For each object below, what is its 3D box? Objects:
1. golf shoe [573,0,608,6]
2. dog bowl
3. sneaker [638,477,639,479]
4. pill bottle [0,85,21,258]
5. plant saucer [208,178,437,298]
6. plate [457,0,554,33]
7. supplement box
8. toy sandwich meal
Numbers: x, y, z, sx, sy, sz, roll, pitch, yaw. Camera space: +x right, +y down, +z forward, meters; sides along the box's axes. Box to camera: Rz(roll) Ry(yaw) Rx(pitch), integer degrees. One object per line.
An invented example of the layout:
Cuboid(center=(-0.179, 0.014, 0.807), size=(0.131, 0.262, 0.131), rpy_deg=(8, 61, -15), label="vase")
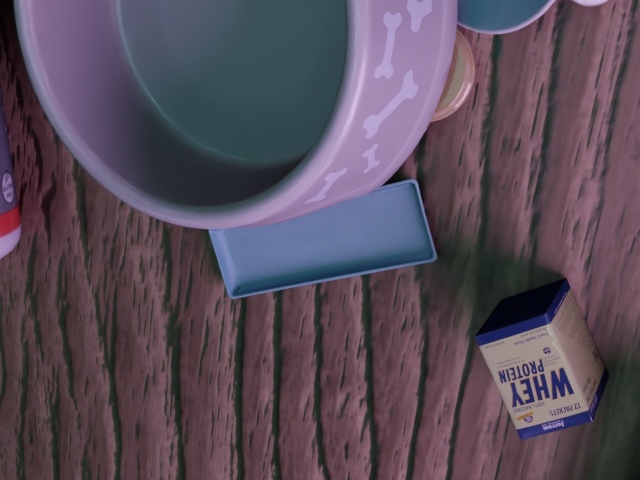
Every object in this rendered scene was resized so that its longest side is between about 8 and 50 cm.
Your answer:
Cuboid(center=(0.160, -0.242, 0.637), size=(0.067, 0.086, 0.186), rpy_deg=(-5, 104, 22), label="golf shoe")
Cuboid(center=(-0.080, -0.167, 0.732), size=(0.348, 0.102, 0.349), rpy_deg=(10, 110, 28), label="dog bowl")
Cuboid(center=(0.259, 0.221, 0.717), size=(0.097, 0.135, 0.276), rpy_deg=(24, 136, 6), label="sneaker")
Cuboid(center=(-0.378, -0.154, 0.825), size=(0.210, 0.210, 0.363), rpy_deg=(1, 105, 23), label="pill bottle")
Cuboid(center=(0.000, 0.000, 0.812), size=(0.192, 0.018, 0.067), rpy_deg=(-12, 99, 25), label="plant saucer")
Cuboid(center=(0.104, -0.230, 0.658), size=(0.188, 0.024, 0.188), rpy_deg=(41, 146, 36), label="plate")
Cuboid(center=(0.163, 0.085, 0.726), size=(0.056, 0.083, 0.083), rpy_deg=(-22, 96, 28), label="supplement box")
Cuboid(center=(0.076, -0.124, 0.739), size=(0.085, 0.029, 0.086), rpy_deg=(5, 104, 20), label="toy sandwich meal")
